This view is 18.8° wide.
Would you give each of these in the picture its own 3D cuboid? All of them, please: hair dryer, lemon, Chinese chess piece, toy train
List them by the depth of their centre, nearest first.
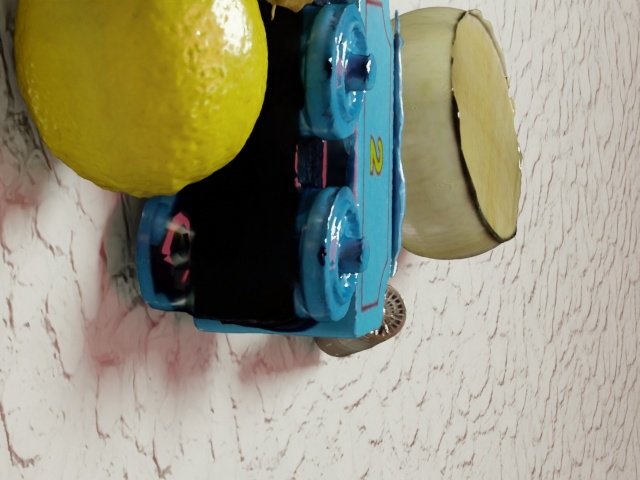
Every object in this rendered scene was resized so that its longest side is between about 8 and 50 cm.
[{"bbox_3d":[-0.124,-0.128,1.330,0.180,0.180,0.193,-60,168,-47],"label":"lemon"},{"bbox_3d":[-0.032,-0.073,1.546,0.265,0.188,0.300,-13,105,-74],"label":"toy train"},{"bbox_3d":[-0.003,-0.001,1.751,0.220,0.053,0.195,64,-12,4],"label":"hair dryer"},{"bbox_3d":[0.126,-0.108,1.951,0.257,0.104,0.257,-7,90,-70],"label":"Chinese chess piece"}]

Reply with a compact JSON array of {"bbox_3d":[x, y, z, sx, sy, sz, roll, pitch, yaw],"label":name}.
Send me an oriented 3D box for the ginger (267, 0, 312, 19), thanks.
[{"bbox_3d":[-0.088,-0.354,1.362,0.236,0.166,0.375,7,61,-62],"label":"ginger"}]
